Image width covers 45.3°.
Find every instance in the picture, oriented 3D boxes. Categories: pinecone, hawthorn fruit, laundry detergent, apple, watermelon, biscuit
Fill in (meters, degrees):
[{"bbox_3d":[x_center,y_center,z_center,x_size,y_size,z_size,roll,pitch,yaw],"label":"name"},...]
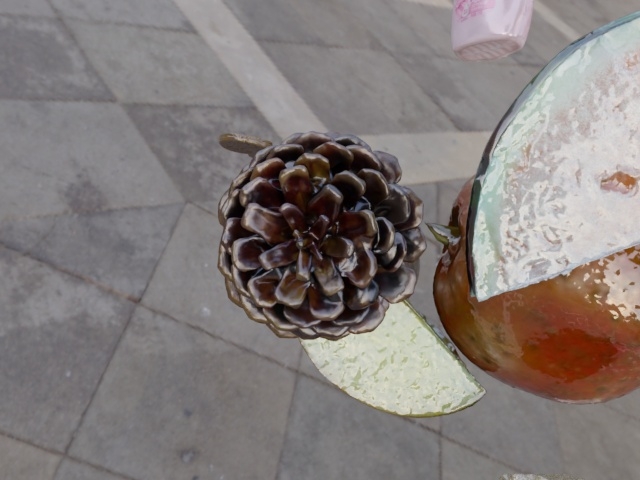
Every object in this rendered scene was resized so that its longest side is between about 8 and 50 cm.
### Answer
[{"bbox_3d":[0.003,-0.002,0.827,0.246,0.246,0.292,34,3,0],"label":"pinecone"},{"bbox_3d":[0.342,0.027,1.140,0.402,0.403,0.403,22,36,-17],"label":"hawthorn fruit"},{"bbox_3d":[0.313,-0.490,1.360,0.087,0.159,0.335,20,74,-45],"label":"laundry detergent"},{"bbox_3d":[0.090,0.128,1.180,0.346,0.179,0.254,45,51,-6],"label":"apple"},{"bbox_3d":[0.241,-0.061,0.612,0.224,0.305,0.180,60,10,-48],"label":"watermelon"},{"bbox_3d":[-0.141,-0.202,1.651,0.124,0.026,0.175,4,-8,42],"label":"biscuit"}]

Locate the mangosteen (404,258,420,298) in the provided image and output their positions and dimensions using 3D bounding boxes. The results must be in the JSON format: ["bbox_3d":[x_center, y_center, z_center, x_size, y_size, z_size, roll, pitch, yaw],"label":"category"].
[{"bbox_3d":[0.044,0.059,1.518,0.330,0.330,0.330,22,36,-17],"label":"mangosteen"}]

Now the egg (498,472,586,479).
[{"bbox_3d":[0.285,0.452,0.965,0.279,0.279,0.311,12,80,-29],"label":"egg"}]
